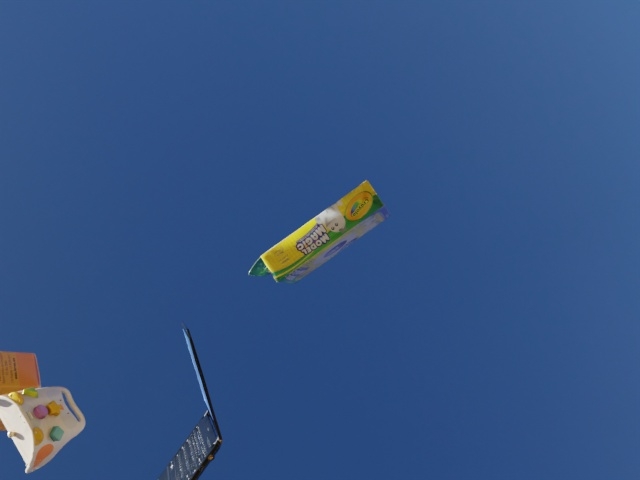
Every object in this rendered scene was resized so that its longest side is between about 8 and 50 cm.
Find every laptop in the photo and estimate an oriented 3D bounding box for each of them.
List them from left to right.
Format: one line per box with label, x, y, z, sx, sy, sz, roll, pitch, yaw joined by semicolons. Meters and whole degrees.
laptop;-0.228;0.270;1.043;0.136;0.234;0.264;38;-100;-8

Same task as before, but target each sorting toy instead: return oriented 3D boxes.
sorting toy;-0.272;0.174;0.701;0.083;0.045;0.075;53;-157;14

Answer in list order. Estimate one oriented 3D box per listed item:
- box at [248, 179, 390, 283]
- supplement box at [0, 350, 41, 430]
box;0.000;0.000;0.866;0.043;0.179;0.105;57;-174;9
supplement box;-0.467;0.176;0.845;0.233;0.078;0.080;10;-154;-34
